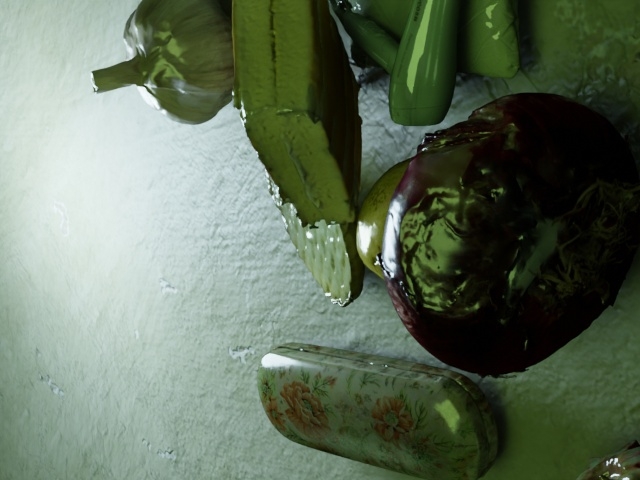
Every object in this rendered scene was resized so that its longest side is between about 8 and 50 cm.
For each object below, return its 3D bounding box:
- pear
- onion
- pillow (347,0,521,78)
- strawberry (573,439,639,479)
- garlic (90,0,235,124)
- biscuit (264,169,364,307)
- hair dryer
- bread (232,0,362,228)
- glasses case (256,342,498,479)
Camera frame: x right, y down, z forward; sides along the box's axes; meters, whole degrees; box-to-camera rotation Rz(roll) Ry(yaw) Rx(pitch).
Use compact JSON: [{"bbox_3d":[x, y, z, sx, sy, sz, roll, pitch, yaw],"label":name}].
[{"bbox_3d":[0.131,-0.022,1.268,0.178,0.178,0.178,20,120,41],"label":"pear"},{"bbox_3d":[0.193,-0.007,1.097,0.232,0.314,0.314,30,126,52],"label":"onion"},{"bbox_3d":[0.120,-0.335,1.208,0.274,0.076,0.281,16,122,48],"label":"pillow"},{"bbox_3d":[0.380,0.348,1.134,0.244,0.205,0.205,50,138,-4],"label":"strawberry"},{"bbox_3d":[-0.235,-0.260,1.511,0.218,0.212,0.218,29,130,40],"label":"garlic"},{"bbox_3d":[0.000,0.000,1.441,0.273,0.036,0.187,43,150,55],"label":"biscuit"},{"bbox_3d":[0.078,-0.264,1.202,0.237,0.075,0.206,40,133,45],"label":"hair dryer"},{"bbox_3d":[-0.021,-0.168,1.250,0.111,0.239,0.246,-11,55,13],"label":"bread"},{"bbox_3d":[0.067,0.241,1.475,0.425,0.098,0.156,4,113,46],"label":"glasses case"}]
